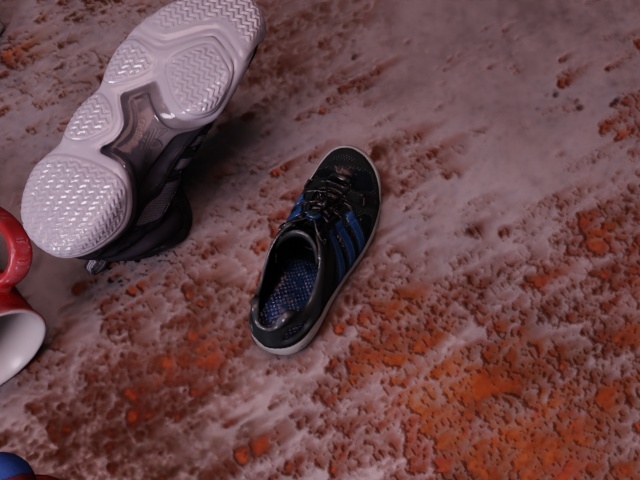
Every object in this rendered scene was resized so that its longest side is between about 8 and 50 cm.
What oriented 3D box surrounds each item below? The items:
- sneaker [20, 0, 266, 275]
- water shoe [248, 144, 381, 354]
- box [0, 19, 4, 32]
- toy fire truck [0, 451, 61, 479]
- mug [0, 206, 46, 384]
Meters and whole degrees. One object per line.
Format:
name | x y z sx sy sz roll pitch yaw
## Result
sneaker | -0.137 -0.086 1.263 0.101 0.153 0.268 37 83 18
water shoe | 0.000 0.000 1.258 0.073 0.080 0.203 17 69 11
box | -0.413 -0.165 1.324 0.127 0.148 0.232 25 70 15
toy fire truck | -0.311 0.224 1.072 0.302 0.254 0.169 1 62 -25
mug | -0.310 0.027 1.257 0.150 0.113 0.169 -40 65 -1
